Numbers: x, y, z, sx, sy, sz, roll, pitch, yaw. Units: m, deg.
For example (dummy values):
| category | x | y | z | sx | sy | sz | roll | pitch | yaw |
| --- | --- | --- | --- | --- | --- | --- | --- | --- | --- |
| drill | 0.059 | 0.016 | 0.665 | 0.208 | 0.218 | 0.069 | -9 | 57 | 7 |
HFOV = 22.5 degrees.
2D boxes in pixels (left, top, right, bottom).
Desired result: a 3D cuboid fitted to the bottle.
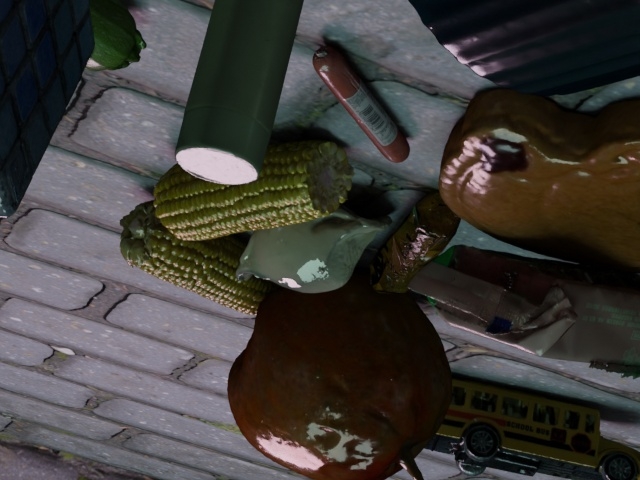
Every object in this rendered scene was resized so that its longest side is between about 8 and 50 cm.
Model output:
| category | x | y | z | sx | sy | sz | roll | pitch | yaw |
| --- | --- | --- | --- | --- | --- | --- | --- | --- | --- |
| bottle | -0.060 | -0.148 | 1.284 | 0.072 | 0.201 | 0.072 | 11 | 159 | 4 |

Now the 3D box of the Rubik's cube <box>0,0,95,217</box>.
| category | x | y | z | sx | sy | sz | roll | pitch | yaw |
| --- | --- | --- | --- | --- | --- | --- | --- | --- | --- |
| Rubik's cube | -0.323 | -0.179 | 1.215 | 0.238 | 0.237 | 0.237 | 7 | 135 | 12 |

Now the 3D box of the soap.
| category | x | y | z | sx | sy | sz | roll | pitch | yaw |
| --- | --- | --- | --- | --- | --- | --- | --- | --- | --- |
| soap | 0.264 | 0.071 | 1.716 | 0.273 | 0.098 | 0.218 | 10 | -169 | -43 |

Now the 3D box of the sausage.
| category | x | y | z | sx | sy | sz | roll | pitch | yaw |
| --- | --- | --- | --- | --- | --- | --- | --- | --- | --- |
| sausage | 0.042 | -0.126 | 1.534 | 0.029 | 0.029 | 0.223 | 3 | 158 | 26 |

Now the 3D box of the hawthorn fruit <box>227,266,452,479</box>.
| category | x | y | z | sx | sy | sz | roll | pitch | yaw |
| --- | --- | --- | --- | --- | --- | --- | --- | --- | --- |
| hawthorn fruit | 0.046 | 0.184 | 1.976 | 0.298 | 0.277 | 0.277 | 49 | 176 | 27 |

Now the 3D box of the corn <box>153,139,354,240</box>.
| category | x | y | z | sx | sy | sz | roll | pitch | yaw |
| --- | --- | --- | --- | --- | --- | --- | --- | --- | --- |
| corn | -0.078 | -0.054 | 1.712 | 0.244 | 0.093 | 0.093 | -10 | 150 | 43 |

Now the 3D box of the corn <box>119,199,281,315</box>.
| category | x | y | z | sx | sy | sz | roll | pitch | yaw |
| --- | --- | --- | --- | --- | --- | --- | --- | --- | --- |
| corn | -0.138 | 0.026 | 1.965 | 0.091 | 0.091 | 0.260 | 19 | 173 | 42 |

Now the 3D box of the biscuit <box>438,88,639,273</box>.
| category | x | y | z | sx | sy | sz | roll | pitch | yaw |
| --- | --- | --- | --- | --- | --- | --- | --- | --- | --- |
| biscuit | 0.339 | -0.036 | 1.556 | 0.455 | 0.078 | 0.350 | 4 | 162 | 21 |

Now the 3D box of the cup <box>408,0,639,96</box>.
| category | x | y | z | sx | sy | sz | roll | pitch | yaw |
| --- | --- | --- | --- | --- | --- | --- | --- | --- | --- |
| cup | 0.219 | -0.235 | 0.912 | 0.292 | 0.308 | 0.242 | -15 | 114 | 53 |

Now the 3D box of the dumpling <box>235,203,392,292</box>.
| category | x | y | z | sx | sy | sz | roll | pitch | yaw |
| --- | --- | --- | --- | --- | --- | --- | --- | --- | --- |
| dumpling | 0.003 | 0.003 | 1.816 | 0.181 | 0.111 | 0.155 | 10 | -168 | 27 |

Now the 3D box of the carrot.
| category | x | y | z | sx | sy | sz | roll | pitch | yaw |
| --- | --- | --- | --- | --- | --- | --- | --- | --- | --- |
| carrot | 0.103 | 0.007 | 1.808 | 0.069 | 0.069 | 0.228 | 15 | 159 | -7 |

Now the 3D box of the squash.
| category | x | y | z | sx | sy | sz | roll | pitch | yaw |
| --- | --- | --- | --- | --- | --- | --- | --- | --- | --- |
| squash | -0.228 | -0.211 | 1.409 | 0.068 | 0.077 | 0.219 | 48 | -175 | 36 |

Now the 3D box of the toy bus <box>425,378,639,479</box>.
| category | x | y | z | sx | sy | sz | roll | pitch | yaw |
| --- | --- | --- | --- | --- | --- | --- | --- | --- | --- |
| toy bus | 0.302 | 0.289 | 2.356 | 0.336 | 0.123 | 0.121 | 11 | 159 | 2 |
